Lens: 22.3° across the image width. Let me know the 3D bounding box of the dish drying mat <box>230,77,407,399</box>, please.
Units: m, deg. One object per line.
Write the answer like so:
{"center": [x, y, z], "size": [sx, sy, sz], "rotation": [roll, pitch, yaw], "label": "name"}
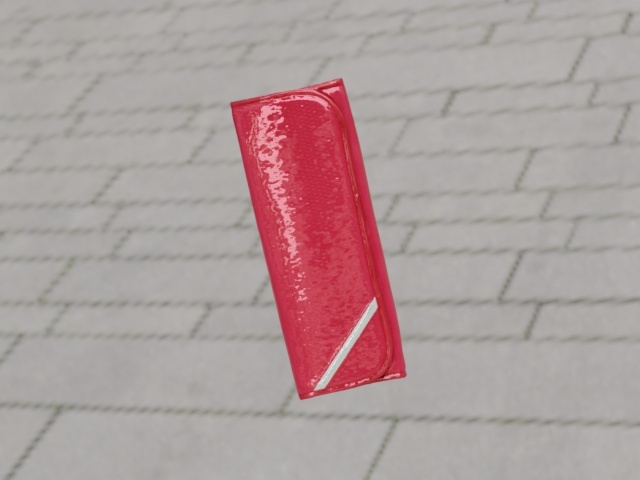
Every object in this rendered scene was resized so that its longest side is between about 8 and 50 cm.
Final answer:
{"center": [0.000, 0.000, 0.440], "size": [0.032, 0.083, 0.008], "rotation": [-12, 7, 4], "label": "dish drying mat"}
